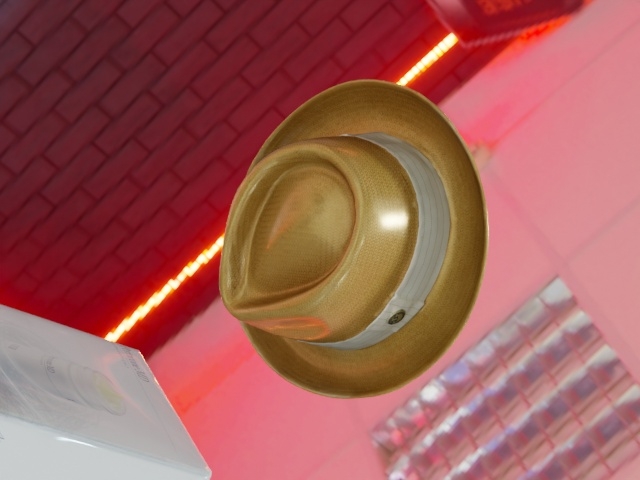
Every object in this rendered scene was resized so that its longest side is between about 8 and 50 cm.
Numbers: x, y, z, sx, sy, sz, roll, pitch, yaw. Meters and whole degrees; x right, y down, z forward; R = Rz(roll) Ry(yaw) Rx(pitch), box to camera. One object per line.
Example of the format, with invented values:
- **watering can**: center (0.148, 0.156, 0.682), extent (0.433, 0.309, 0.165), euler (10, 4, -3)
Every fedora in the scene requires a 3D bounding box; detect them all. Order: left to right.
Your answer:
- **fedora**: center (0.000, 0.000, 0.655), extent (0.194, 0.079, 0.194), euler (-1, -91, 38)

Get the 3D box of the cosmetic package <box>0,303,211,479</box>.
- **cosmetic package**: center (-0.225, 0.139, 0.797), extent (0.138, 0.225, 0.224), euler (-63, -153, 6)
